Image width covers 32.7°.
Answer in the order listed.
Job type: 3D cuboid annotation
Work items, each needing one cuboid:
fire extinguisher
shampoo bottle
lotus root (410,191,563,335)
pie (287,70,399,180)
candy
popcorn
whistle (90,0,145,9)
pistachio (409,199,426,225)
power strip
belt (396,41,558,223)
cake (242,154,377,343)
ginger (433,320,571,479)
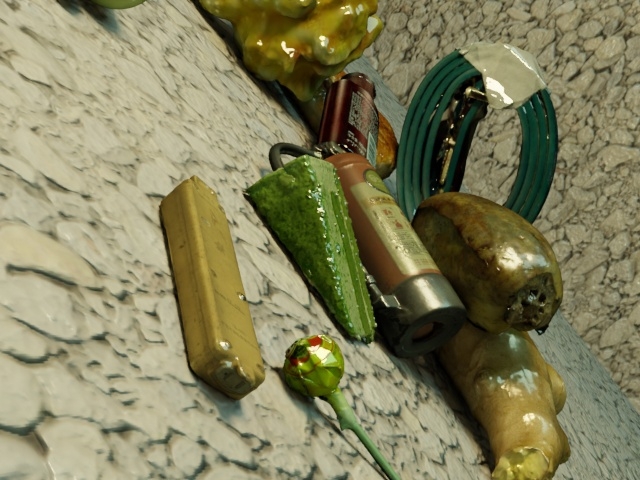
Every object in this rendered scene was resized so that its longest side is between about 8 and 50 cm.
[{"bbox_3d":[0.051,-0.028,1.487,0.376,0.113,0.200,60,8,33],"label":"fire extinguisher"},{"bbox_3d":[0.050,-0.191,1.878,0.129,0.084,0.323,50,24,-25],"label":"shampoo bottle"},{"bbox_3d":[0.226,0.023,1.508,0.275,0.152,0.160,41,-38,53],"label":"lotus root"},{"bbox_3d":[0.042,-0.245,2.125,0.315,0.092,0.315,44,20,-20],"label":"pie"},{"bbox_3d":[0.030,0.173,1.063,0.058,0.062,0.194,-11,-62,53],"label":"candy"},{"bbox_3d":[-0.037,-0.401,1.938,0.321,0.326,0.290,-25,78,-33],"label":"popcorn"},{"bbox_3d":[-0.271,-0.353,1.277,0.141,0.141,0.294,54,15,12],"label":"whistle"},{"bbox_3d":[0.223,0.004,1.964,0.144,0.144,0.215,43,9,-30],"label":"pistachio"},{"bbox_3d":[-0.102,0.034,0.995,0.064,0.044,0.305,41,18,-34],"label":"power strip"},{"bbox_3d":[0.309,-0.167,2.131,0.300,0.436,0.173,12,11,10],"label":"belt"},{"bbox_3d":[0.018,0.007,1.345,0.235,0.099,0.100,56,16,16],"label":"cake"},{"bbox_3d":[0.259,0.225,1.552,0.236,0.166,0.375,52,24,-49],"label":"ginger"}]
